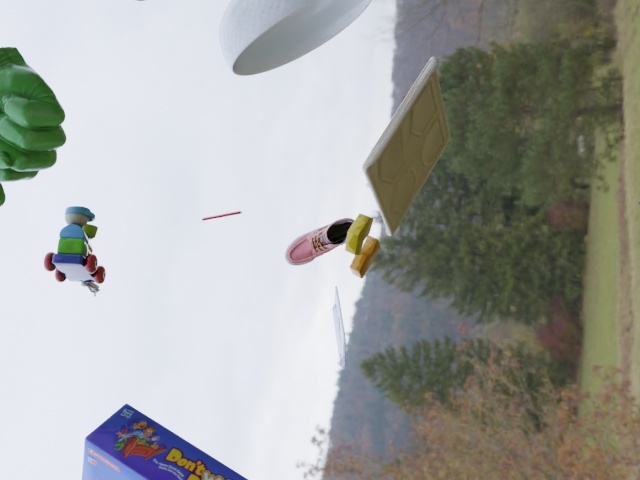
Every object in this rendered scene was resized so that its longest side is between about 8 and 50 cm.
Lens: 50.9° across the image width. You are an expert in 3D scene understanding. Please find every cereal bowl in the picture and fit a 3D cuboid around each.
[{"bbox_3d":[-0.067,-0.487,1.391,0.141,0.339,0.339,63,-166,0],"label":"cereal bowl"}]

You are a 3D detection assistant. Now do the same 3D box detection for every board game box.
[{"bbox_3d":[-0.147,0.391,0.849,0.078,0.347,0.233,-41,-27,-54],"label":"board game box"}]

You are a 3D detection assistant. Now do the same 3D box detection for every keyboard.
[{"bbox_3d":[0.044,0.192,1.557,0.256,0.014,0.072,-98,14,-67],"label":"keyboard"}]

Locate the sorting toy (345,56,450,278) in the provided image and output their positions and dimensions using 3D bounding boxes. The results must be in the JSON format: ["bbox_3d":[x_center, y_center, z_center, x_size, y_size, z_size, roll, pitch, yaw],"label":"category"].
[{"bbox_3d":[0.111,-0.105,1.047,0.307,0.041,0.229,-57,-26,-17],"label":"sorting toy"}]

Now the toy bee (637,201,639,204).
[{"bbox_3d":[0.671,-0.173,1.157,0.195,0.298,0.162,57,-158,-33],"label":"toy bee"}]

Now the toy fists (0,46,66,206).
[{"bbox_3d":[-0.441,-0.112,0.858,0.142,0.279,0.096,53,-163,-5],"label":"toy fists"}]

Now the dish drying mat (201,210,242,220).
[{"bbox_3d":[-0.211,-0.054,1.443,0.032,0.083,0.008,-96,-4,-83],"label":"dish drying mat"}]

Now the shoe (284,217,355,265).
[{"bbox_3d":[0.000,0.000,1.477,0.063,0.178,0.081,63,178,1],"label":"shoe"}]

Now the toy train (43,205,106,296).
[{"bbox_3d":[-0.531,0.028,1.512,0.248,0.105,0.143,108,165,-71],"label":"toy train"}]
